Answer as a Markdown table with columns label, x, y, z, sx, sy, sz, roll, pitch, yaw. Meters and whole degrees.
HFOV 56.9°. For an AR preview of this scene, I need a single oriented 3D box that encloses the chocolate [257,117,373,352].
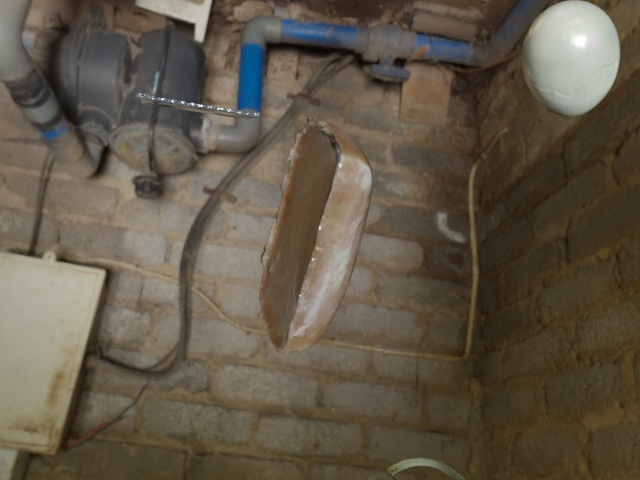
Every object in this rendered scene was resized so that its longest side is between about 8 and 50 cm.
| label | x | y | z | sx | sy | sz | roll | pitch | yaw |
| --- | --- | --- | --- | --- | --- | --- | --- | --- | --- |
| chocolate | 0.001 | -0.001 | 0.656 | 0.083 | 0.161 | 0.262 | 7 | 116 | -20 |

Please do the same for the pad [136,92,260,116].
| label | x | y | z | sx | sy | sz | roll | pitch | yaw |
| --- | --- | --- | --- | --- | --- | --- | --- | --- | --- |
| pad | -0.286 | -0.306 | 1.364 | 0.268 | 0.012 | 0.269 | 6 | -172 | -15 |

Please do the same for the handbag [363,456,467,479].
| label | x | y | z | sx | sy | sz | roll | pitch | yaw |
| --- | --- | --- | --- | --- | --- | --- | --- | --- | --- |
| handbag | 0.114 | 0.397 | 0.831 | 0.219 | 0.079 | 0.256 | -32 | -172 | -19 |

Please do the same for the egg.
| label | x | y | z | sx | sy | sz | roll | pitch | yaw |
| --- | --- | --- | --- | --- | --- | --- | --- | --- | --- |
| egg | 0.420 | -0.298 | 0.993 | 0.151 | 0.151 | 0.209 | -6 | 140 | 27 |
